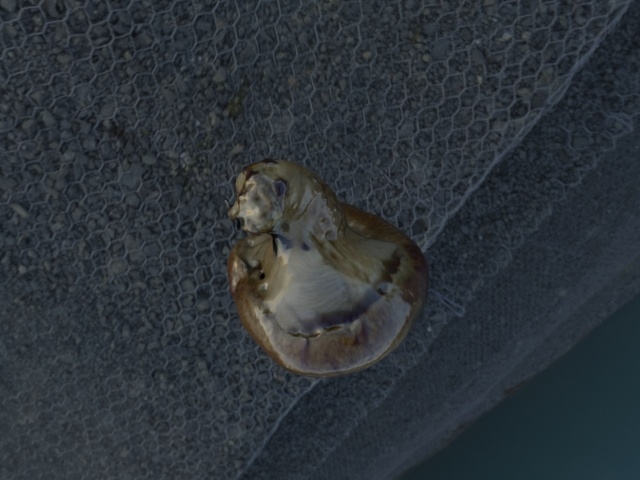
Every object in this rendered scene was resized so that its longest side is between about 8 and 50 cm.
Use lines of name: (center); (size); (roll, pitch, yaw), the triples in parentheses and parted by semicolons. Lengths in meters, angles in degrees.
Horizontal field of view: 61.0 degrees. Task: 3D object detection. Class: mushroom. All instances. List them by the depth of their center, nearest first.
mushroom: (0.012, 0.033, 0.669); (0.267, 0.267, 0.254); (7, 154, -10)
